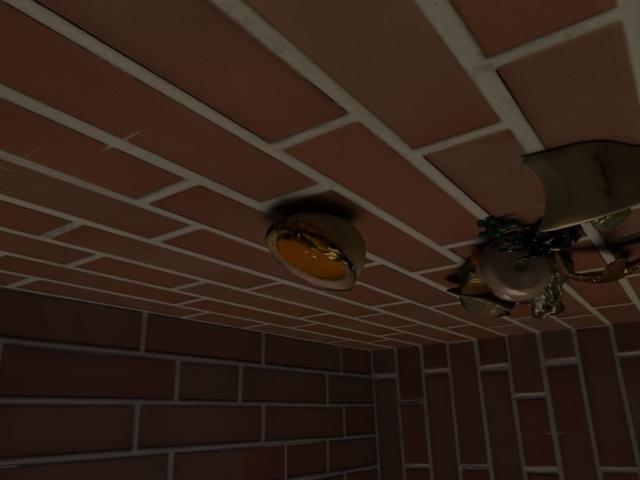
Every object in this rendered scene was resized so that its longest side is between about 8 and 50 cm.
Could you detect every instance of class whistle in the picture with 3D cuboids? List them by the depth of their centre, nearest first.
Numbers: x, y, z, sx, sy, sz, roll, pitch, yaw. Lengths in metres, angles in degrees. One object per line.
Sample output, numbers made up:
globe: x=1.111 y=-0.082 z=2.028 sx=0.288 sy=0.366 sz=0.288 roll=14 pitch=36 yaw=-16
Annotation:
whistle: x=0.751 y=-0.072 z=1.437 sx=0.199 sy=0.057 sz=0.104 roll=1 pitch=143 yaw=-28

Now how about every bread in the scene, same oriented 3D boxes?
bread: x=0.594 y=0.131 z=1.973 sx=0.139 sy=0.102 sz=0.196 roll=-4 pitch=160 yaw=-2

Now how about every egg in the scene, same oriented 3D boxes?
egg: x=-0.002 y=0.002 z=1.462 sx=0.286 sy=0.174 sz=0.264 roll=36 pitch=150 yaw=-19

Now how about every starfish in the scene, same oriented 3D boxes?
starfish: x=0.997 y=0.068 z=1.803 sx=0.399 sy=0.132 sz=0.383 roll=-1 pitch=159 yaw=-11

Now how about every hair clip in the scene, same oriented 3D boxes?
hair clip: x=0.605 y=-0.127 z=1.151 sx=0.283 sy=0.172 sz=0.113 roll=-8 pitch=170 yaw=-12

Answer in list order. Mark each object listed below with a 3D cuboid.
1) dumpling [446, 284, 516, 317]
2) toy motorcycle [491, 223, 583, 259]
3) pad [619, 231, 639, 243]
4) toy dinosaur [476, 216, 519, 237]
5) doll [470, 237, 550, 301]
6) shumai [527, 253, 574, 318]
dumpling: x=0.644 y=0.213 z=2.142 sx=0.204 sy=0.163 sz=0.293 roll=44 pitch=168 yaw=-25
toy motorcycle: x=0.648 y=-0.007 z=1.560 sx=0.271 sy=0.105 sz=0.159 roll=-7 pitch=165 yaw=-5
pad: x=1.168 y=-0.015 z=1.744 sx=0.300 sy=0.005 sz=0.202 roll=8 pitch=159 yaw=-26
toy dinosaur: x=0.520 y=-0.037 z=1.561 sx=0.096 sy=0.059 sz=0.132 roll=0 pitch=171 yaw=-33
doll: x=0.613 y=0.094 z=1.743 sx=0.251 sy=0.220 sz=0.221 roll=23 pitch=163 yaw=10
shumai: x=0.828 y=0.169 z=1.960 sx=0.222 sy=0.203 sz=0.272 roll=-14 pitch=154 yaw=29
